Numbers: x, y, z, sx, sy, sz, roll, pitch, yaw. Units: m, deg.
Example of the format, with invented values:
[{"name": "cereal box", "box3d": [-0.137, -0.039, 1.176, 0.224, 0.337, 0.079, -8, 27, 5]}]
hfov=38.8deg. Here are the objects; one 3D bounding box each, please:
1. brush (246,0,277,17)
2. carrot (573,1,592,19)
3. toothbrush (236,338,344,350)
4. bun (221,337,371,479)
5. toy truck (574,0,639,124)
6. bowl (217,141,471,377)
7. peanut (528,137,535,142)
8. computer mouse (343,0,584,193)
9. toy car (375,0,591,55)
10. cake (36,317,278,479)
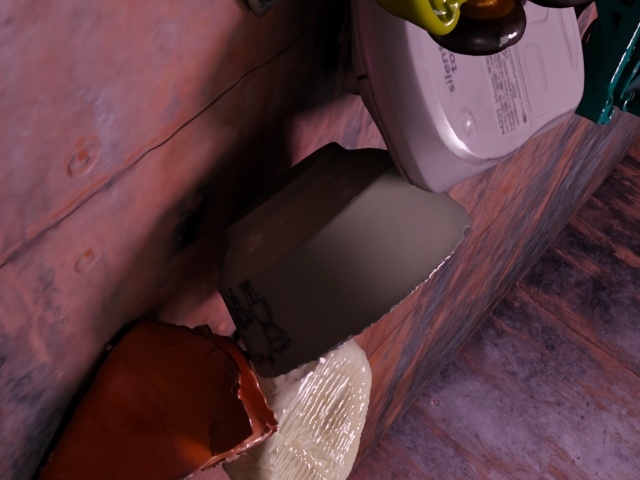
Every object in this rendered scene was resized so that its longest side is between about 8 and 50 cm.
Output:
[{"name": "brush", "box3d": [-0.042, -0.166, 0.470, 0.034, 0.028, 0.190, -53, 163, -4]}, {"name": "carrot", "box3d": [0.322, -0.299, 1.146, 0.254, 0.049, 0.049, -41, 160, -46]}, {"name": "toothbrush", "box3d": [-0.031, 0.088, 0.824, 0.024, 0.021, 0.288, -60, -167, -16]}, {"name": "bun", "box3d": [-0.033, 0.193, 1.042, 0.220, 0.134, 0.220, -24, 120, -51]}, {"name": "toy truck", "box3d": [0.416, -0.305, 1.079, 0.178, 0.177, 0.363, -11, 126, -55]}, {"name": "bowl", "box3d": [0.000, 0.000, 0.707, 0.211, 0.112, 0.211, -38, -171, 7]}, {"name": "peanut", "box3d": [0.256, -0.161, 1.191, 0.152, 0.076, 0.076, -31, 154, -42]}, {"name": "computer mouse", "box3d": [0.097, -0.142, 0.684, 0.297, 0.121, 0.184, -31, 110, -48]}, {"name": "toy car", "box3d": [0.090, -0.226, 0.498, 0.248, 0.142, 0.200, -31, 144, -34]}, {"name": "cake", "box3d": [-0.162, 0.166, 0.752, 0.287, 0.135, 0.098, -38, 176, 26]}]
